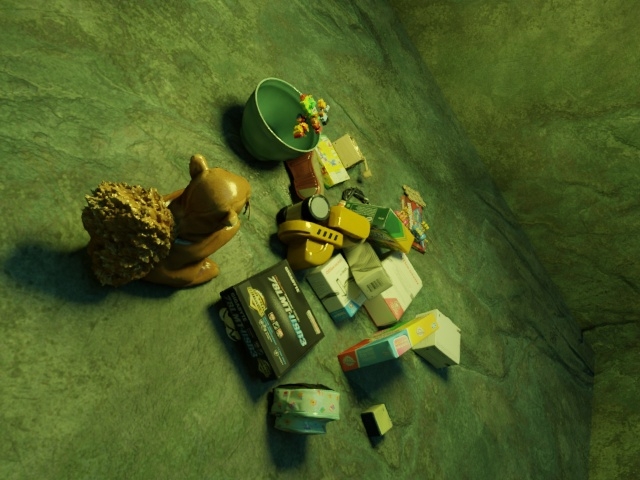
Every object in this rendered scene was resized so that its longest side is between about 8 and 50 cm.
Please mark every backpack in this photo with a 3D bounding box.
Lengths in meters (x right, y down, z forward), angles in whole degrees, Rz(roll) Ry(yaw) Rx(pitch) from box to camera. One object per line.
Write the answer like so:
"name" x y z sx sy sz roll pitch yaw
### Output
"backpack" -0.037 0.482 1.265 0.166 0.188 0.144 25 52 -36

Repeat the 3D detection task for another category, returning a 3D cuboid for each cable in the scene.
"cable" 0.160 -0.169 1.936 0.185 0.047 0.150 -14 79 -48

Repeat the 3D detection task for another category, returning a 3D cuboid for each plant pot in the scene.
"plant pot" -0.171 -0.408 1.606 0.293 0.196 0.292 24 52 -36

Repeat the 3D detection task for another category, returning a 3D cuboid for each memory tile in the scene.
"memory tile" 0.497 -0.236 2.328 0.148 0.012 0.113 19 41 -41

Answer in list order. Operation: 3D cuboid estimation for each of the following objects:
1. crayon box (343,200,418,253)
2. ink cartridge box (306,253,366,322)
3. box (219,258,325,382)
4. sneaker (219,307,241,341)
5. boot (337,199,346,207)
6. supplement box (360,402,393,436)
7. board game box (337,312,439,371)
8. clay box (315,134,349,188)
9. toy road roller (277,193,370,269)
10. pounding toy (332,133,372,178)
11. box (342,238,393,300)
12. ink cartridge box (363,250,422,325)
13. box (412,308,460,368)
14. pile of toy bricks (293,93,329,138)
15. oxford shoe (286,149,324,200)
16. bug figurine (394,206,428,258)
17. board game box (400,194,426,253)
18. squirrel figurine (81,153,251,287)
"crayon box" 0.245 -0.040 1.785 0.323 0.203 0.083 37 72 -51
"ink cartridge box" 0.063 0.172 1.618 0.203 0.086 0.148 58 40 -6
"box" -0.137 0.234 1.356 0.293 0.073 0.295 -25 89 -58
"sneaker" -0.255 0.244 1.280 0.040 0.044 0.109 -31 95 -52
"boot" 0.113 -0.085 1.845 0.158 0.059 0.084 45 61 -25
"supplement box" 0.197 0.625 1.533 0.083 0.056 0.083 -12 78 -48
"board game box" 0.250 0.365 1.589 0.317 0.242 0.064 -13 78 -49
"clay box" 0.026 -0.340 1.885 0.127 0.053 0.221 -27 89 -50
"toy road roller" 0.000 0.000 1.572 0.330 0.203 0.240 20 69 -34
"pounding toy" 0.148 -0.362 1.993 0.205 0.094 0.181 62 16 -1
"box" 0.171 0.096 1.652 0.094 0.113 0.275 54 7 -27
"ink cartridge box" 0.281 0.186 1.813 0.207 0.117 0.283 58 41 -5
"box" 0.507 0.429 1.916 0.181 0.119 0.181 40 45 -24
"pile of toy bricks" -0.040 -0.449 1.512 0.105 0.118 0.212 58 35 -35
"oxford shoe" -0.058 -0.287 1.750 0.130 0.123 0.347 43 35 -61
"bug figurine" 0.389 -0.037 2.073 0.279 0.072 0.216 -33 87 -40
"board game box" 0.470 -0.084 2.229 0.145 0.027 0.281 24 53 -35
"squirrel figurine" -0.356 -0.037 1.074 0.397 0.371 0.280 -19 84 -49
